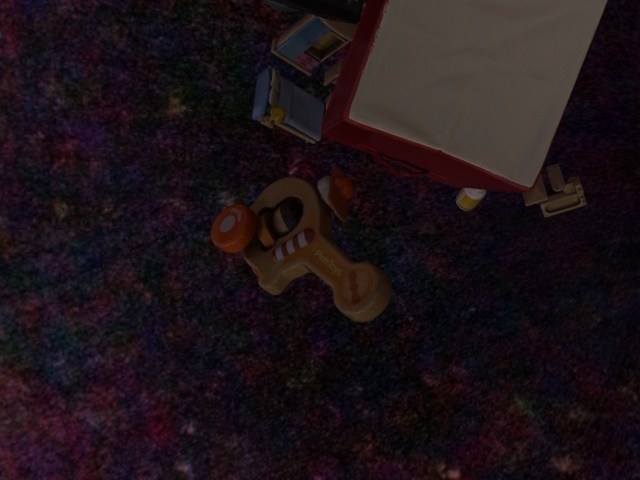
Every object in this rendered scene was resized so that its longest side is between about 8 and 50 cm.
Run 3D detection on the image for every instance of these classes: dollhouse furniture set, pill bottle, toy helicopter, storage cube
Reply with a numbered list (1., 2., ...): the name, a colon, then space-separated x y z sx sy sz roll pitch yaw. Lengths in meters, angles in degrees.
1. dollhouse furniture set: 0.007 -0.394 1.664 0.198 0.286 0.303 -22 54 46
2. pill bottle: 0.434 -0.136 1.839 0.065 0.065 0.116 56 161 14
3. dollhouse furniture set: 0.626 -0.103 1.708 0.144 0.123 0.151 -18 127 21
4. toy helicopter: 0.000 0.000 1.004 0.235 0.140 0.355 -49 43 -1
5. storage cube: 0.123 -0.163 0.627 0.183 0.193 0.215 20 93 -7

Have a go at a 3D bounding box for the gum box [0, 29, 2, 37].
1. gum box: -0.394 -0.278 0.672 0.184 0.041 0.157 9 114 51

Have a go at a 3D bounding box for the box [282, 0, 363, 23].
1. box: 0.008 -0.555 1.137 0.073 0.295 0.293 19 107 25

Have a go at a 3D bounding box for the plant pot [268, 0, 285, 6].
1. plant pot: -0.084 -0.796 1.850 0.293 0.235 0.293 0 97 -3
